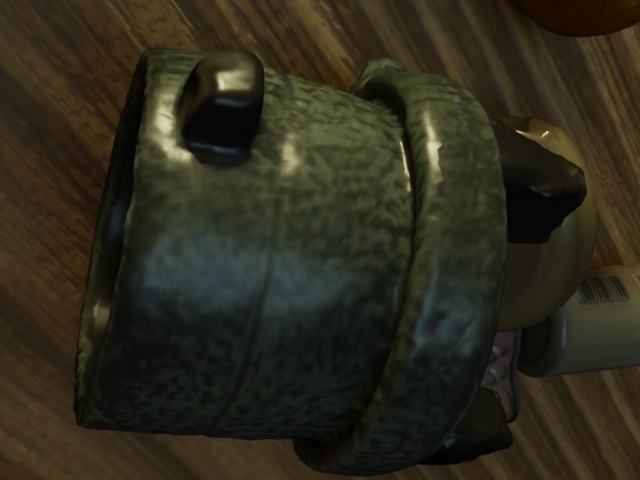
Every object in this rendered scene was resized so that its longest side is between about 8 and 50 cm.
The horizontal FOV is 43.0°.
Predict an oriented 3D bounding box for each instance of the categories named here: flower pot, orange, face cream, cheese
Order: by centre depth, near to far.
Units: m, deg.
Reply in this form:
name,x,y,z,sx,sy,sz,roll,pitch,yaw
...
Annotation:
name,x,y,z,sx,sy,sz,roll,pitch,yaw
flower pot,0.000,0.000,0.546,0.282,0.299,0.299,12,104,-18
orange,0.211,-0.237,0.631,0.154,0.134,0.155,-12,135,-12
cheese,0.143,0.034,0.691,0.082,0.163,0.287,-35,131,-49
face cream,0.300,0.073,0.791,0.251,0.101,0.101,-1,109,-24
